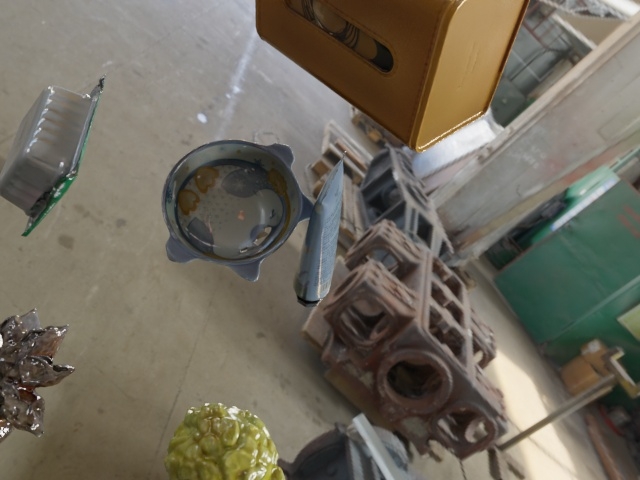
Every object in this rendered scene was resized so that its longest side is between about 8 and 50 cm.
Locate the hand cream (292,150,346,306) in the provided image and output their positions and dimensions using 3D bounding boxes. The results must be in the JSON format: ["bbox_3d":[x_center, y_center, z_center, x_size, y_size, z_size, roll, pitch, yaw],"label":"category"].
[{"bbox_3d":[0.000,0.000,0.827,0.058,0.271,0.091,20,49,8],"label":"hand cream"}]

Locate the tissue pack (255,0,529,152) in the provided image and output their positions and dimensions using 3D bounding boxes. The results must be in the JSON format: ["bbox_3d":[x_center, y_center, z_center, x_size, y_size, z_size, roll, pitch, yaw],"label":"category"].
[{"bbox_3d":[0.065,-0.259,0.639,0.145,0.194,0.274,-33,61,-30],"label":"tissue pack"}]

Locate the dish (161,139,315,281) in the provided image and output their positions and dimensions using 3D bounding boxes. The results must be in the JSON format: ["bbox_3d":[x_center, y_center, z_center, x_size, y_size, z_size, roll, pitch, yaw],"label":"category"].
[{"bbox_3d":[-0.128,-0.035,0.890,0.228,0.236,0.086,63,-16,15],"label":"dish"}]

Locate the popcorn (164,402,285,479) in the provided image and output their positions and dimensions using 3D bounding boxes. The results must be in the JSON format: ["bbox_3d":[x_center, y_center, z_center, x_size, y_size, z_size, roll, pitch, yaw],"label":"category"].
[{"bbox_3d":[-0.187,0.424,1.119,0.217,0.235,0.181,42,44,-16],"label":"popcorn"}]

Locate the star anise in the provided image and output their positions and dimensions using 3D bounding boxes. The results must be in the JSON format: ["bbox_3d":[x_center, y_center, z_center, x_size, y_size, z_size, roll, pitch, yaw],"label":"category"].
[{"bbox_3d":[-0.691,0.299,1.290,0.331,0.332,0.117,64,3,35],"label":"star anise"}]

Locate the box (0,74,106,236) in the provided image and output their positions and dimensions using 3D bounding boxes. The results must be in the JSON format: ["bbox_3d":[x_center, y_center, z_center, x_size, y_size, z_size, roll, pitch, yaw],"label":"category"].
[{"bbox_3d":[-0.595,-0.201,1.258,0.106,0.264,0.336,28,42,-35],"label":"box"}]
